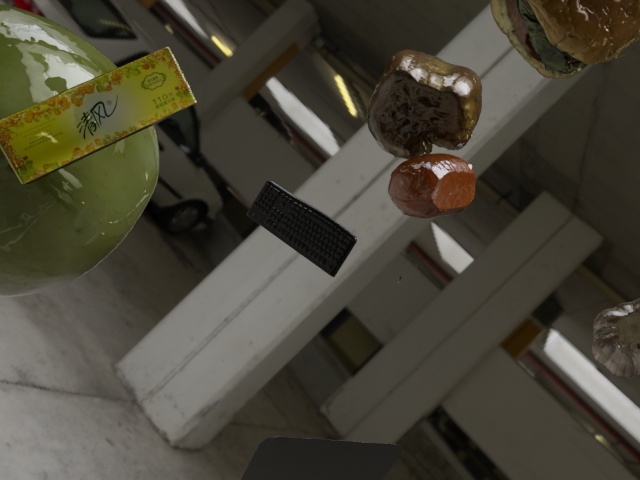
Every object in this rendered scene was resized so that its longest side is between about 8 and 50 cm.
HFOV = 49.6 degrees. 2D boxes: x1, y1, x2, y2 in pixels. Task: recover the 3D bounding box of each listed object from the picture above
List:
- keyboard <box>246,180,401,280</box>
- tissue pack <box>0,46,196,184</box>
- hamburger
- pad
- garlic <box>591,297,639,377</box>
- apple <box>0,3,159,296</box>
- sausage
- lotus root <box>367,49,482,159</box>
[{"bbox_3d":[-0.005,-0.003,1.404,0.381,0.104,0.041,33,4,28],"label":"keyboard"},{"bbox_3d":[-0.217,-0.119,0.667,0.062,0.176,0.095,63,-15,-13],"label":"tissue pack"},{"bbox_3d":[0.472,-0.428,1.337,0.329,0.209,0.162,29,-7,-10],"label":"hamburger"},{"bbox_3d":[-0.002,0.404,1.214,0.267,0.181,0.004,10,35,-22],"label":"pad"},{"bbox_3d":[0.578,0.182,1.276,0.147,0.159,0.102,34,-16,37],"label":"garlic"},{"bbox_3d":[-0.390,-0.110,0.861,0.357,0.357,0.357,46,-1,1],"label":"apple"},{"bbox_3d":[0.270,-0.132,1.673,0.141,0.153,0.268,11,15,38],"label":"sausage"},{"bbox_3d":[0.257,-0.322,1.772,0.316,0.316,0.250,46,22,1],"label":"lotus root"}]
